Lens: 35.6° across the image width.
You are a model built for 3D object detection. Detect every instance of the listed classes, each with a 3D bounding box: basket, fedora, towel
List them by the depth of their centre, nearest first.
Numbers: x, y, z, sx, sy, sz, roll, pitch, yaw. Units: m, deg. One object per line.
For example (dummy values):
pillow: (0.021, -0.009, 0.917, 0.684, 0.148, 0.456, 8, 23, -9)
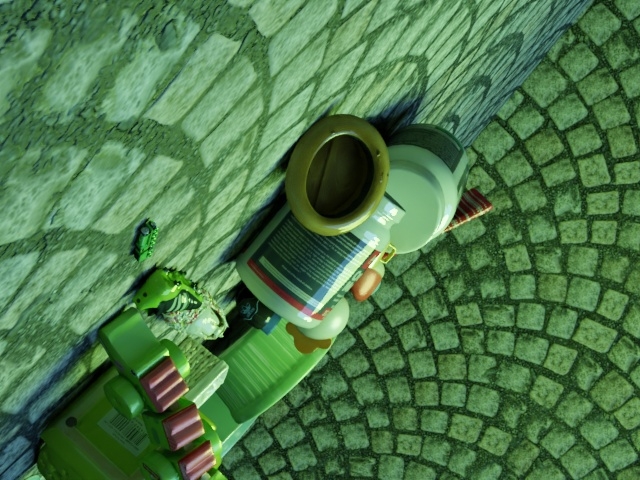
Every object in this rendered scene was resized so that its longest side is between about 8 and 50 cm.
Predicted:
fedora: (0.017, -0.107, 1.586, 0.194, 0.194, 0.079, -47, -154, -10)
basket: (-0.273, 0.283, 1.934, 0.167, 0.103, 0.113, -46, 171, -25)
towel: (0.235, -0.035, 2.172, 0.274, 0.031, 0.199, -25, -170, 6)

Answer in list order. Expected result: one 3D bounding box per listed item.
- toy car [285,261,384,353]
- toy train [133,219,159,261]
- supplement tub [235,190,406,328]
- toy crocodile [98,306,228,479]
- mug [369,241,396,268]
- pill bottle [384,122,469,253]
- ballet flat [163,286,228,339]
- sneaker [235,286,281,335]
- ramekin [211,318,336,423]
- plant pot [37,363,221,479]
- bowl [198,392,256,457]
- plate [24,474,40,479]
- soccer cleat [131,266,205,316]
toy car: (-0.008, 0.105, 1.980, 0.238, 0.210, 0.219, -64, 165, -12)
toy train: (-0.215, 0.002, 1.224, 0.023, 0.017, 0.083, -32, 165, -29)
supplement tub: (0.000, 0.000, 1.745, 0.272, 0.191, 0.191, -49, 172, 8)
toy crocodile: (-0.215, 0.254, 1.430, 0.115, 0.341, 0.105, -33, -161, -34)
mug: (0.099, 0.008, 1.841, 0.064, 0.062, 0.078, -51, 159, 17)
pill bottle: (0.182, -0.108, 2.009, 0.204, 0.204, 0.361, -52, 179, 22)
ballet flat: (-0.201, 0.129, 1.691, 0.091, 0.077, 0.241, -48, 172, 0)
sneaker: (-0.127, 0.114, 2.052, 0.081, 0.090, 0.232, -51, -167, 9)
ramekin: (-0.123, 0.249, 2.212, 0.303, 0.148, 0.303, -42, -175, 5)
plant pot: (-0.305, 0.329, 1.590, 0.227, 0.228, 0.207, -44, 165, -28)
bowl: (-0.305, 0.473, 2.455, 0.311, 0.163, 0.311, -48, 172, -9)
plate: (-0.543, 0.476, 1.693, 0.188, 0.024, 0.188, -46, 171, -9)
soccer cleat: (-0.221, 0.079, 1.444, 0.072, 0.060, 0.179, -39, 166, 3)
